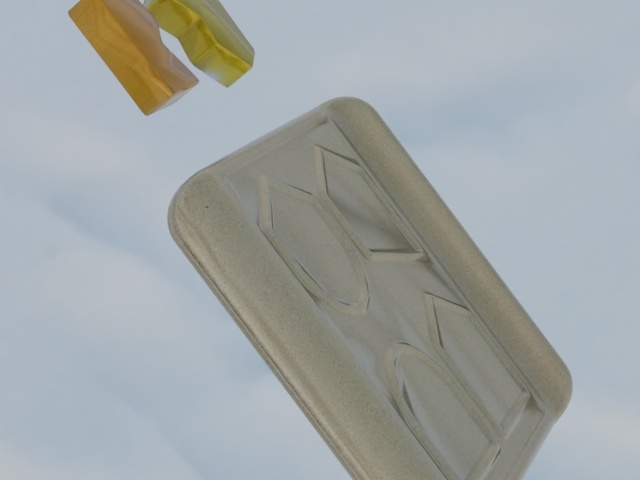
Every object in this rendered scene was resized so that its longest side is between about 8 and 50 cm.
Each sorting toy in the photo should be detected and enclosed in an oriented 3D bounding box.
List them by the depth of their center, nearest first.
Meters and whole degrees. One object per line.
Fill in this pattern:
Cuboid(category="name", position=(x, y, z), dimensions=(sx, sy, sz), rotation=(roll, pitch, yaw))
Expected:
Cuboid(category="sorting toy", position=(0.000, 0.000, 0.974), dimensions=(0.307, 0.041, 0.229), rotation=(53, 25, 0))
